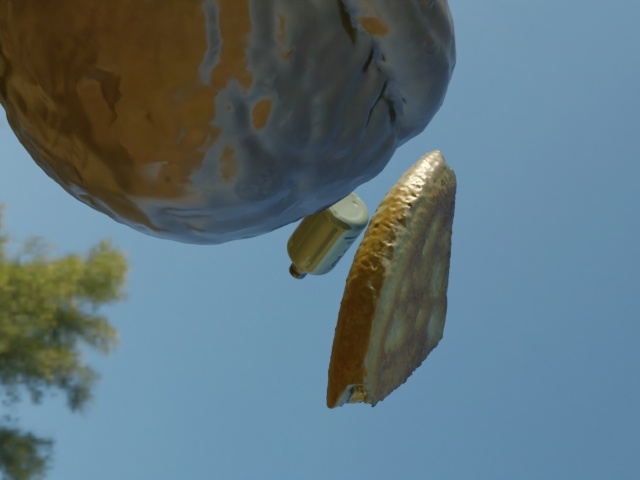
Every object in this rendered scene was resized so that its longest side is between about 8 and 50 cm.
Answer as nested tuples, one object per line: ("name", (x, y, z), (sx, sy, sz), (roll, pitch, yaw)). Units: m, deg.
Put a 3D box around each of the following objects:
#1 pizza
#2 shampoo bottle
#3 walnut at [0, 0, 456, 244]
("pizza", (0.084, 0.042, 1.508), (0.087, 0.258, 0.268), (13, -70, 21))
("shampoo bottle", (0.000, 0.000, 1.763), (0.162, 0.079, 0.079), (-54, -131, 41))
("walnut", (-0.062, -0.154, 0.737), (0.333, 0.333, 0.333), (-2, -92, 53))
